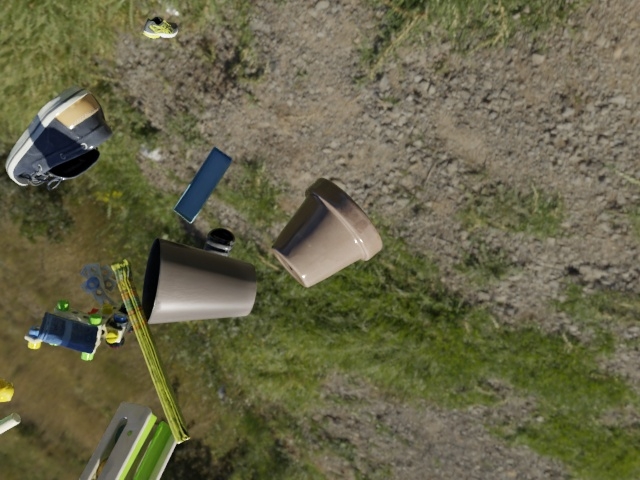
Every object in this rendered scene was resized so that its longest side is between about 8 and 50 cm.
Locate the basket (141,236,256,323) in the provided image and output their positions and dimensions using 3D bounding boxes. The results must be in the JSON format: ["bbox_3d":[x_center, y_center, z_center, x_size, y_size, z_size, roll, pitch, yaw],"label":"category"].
[{"bbox_3d":[-0.272,0.100,1.403,0.227,0.154,0.204,6,113,-26],"label":"basket"}]

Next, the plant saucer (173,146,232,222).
[{"bbox_3d":[-0.290,-0.138,1.539,0.067,0.192,0.018,36,-176,22],"label":"plant saucer"}]

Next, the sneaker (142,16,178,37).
[{"bbox_3d":[-0.300,-0.407,1.174,0.031,0.083,0.035,38,129,12],"label":"sneaker"}]

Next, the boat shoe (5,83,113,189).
[{"bbox_3d":[-0.670,-0.225,1.585,0.156,0.187,0.500,49,142,-15],"label":"boat shoe"}]

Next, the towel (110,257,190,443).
[{"bbox_3d":[-0.215,0.136,0.794,0.102,0.021,0.237,167,83,-79],"label":"towel"}]

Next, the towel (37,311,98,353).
[{"bbox_3d":[-0.534,0.198,1.313,0.119,0.067,0.029,26,128,-31],"label":"towel"}]

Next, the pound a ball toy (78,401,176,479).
[{"bbox_3d":[-0.431,0.544,1.342,0.136,0.319,0.208,1,141,31],"label":"pound a ball toy"}]

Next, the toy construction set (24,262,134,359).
[{"bbox_3d":[-0.609,0.195,1.644,0.215,0.327,0.151,14,118,-4],"label":"toy construction set"}]

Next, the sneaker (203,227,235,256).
[{"bbox_3d":[-0.336,0.076,1.900,0.104,0.296,0.147,16,131,-9],"label":"sneaker"}]

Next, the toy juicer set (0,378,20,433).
[{"bbox_3d":[-0.828,0.381,1.464,0.209,0.089,0.329,-17,141,-14],"label":"toy juicer set"}]

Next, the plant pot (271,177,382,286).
[{"bbox_3d":[0.000,0.000,1.661,0.263,0.229,0.263,45,169,12],"label":"plant pot"}]
